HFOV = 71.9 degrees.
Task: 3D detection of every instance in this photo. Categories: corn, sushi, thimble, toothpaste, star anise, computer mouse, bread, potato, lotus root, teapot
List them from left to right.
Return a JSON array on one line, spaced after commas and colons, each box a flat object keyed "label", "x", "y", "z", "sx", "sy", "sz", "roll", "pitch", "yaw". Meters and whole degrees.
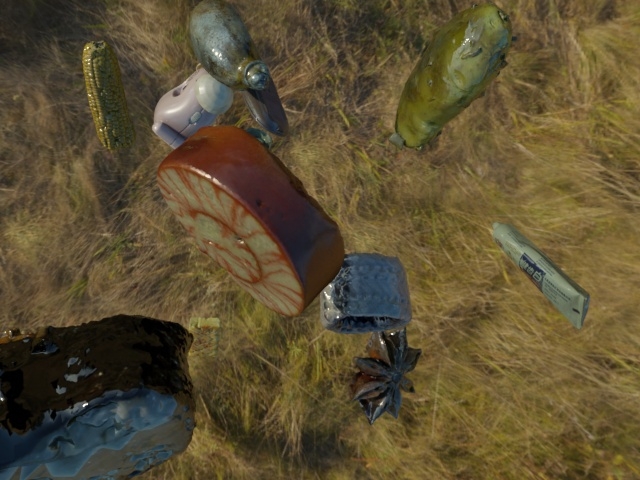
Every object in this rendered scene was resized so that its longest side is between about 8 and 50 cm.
[{"label": "sushi", "x": -0.319, "y": 0.188, "z": 0.501, "sx": 0.348, "sy": 0.208, "sz": 0.234, "roll": -16, "pitch": 136, "yaw": -12}, {"label": "corn", "x": -0.576, "y": -0.382, "z": 1.192, "sx": 0.101, "sy": 0.102, "sz": 0.313, "roll": -8, "pitch": 136, "yaw": -13}, {"label": "bread", "x": -0.488, "y": 0.411, "z": 1.862, "sx": 0.125, "sy": 0.068, "sz": 0.188, "roll": 4, "pitch": 123, "yaw": -12}, {"label": "lotus root", "x": -0.216, "y": -0.436, "z": 1.031, "sx": 0.140, "sy": 0.322, "sz": 0.158, "roll": -29, "pitch": 148, "yaw": 2}, {"label": "teapot", "x": -0.285, "y": -0.325, "z": 1.773, "sx": 0.203, "sy": 0.225, "sz": 0.171, "roll": -5, "pitch": 63, "yaw": -12}, {"label": "bread", "x": -0.111, "y": -0.026, "z": 0.711, "sx": 0.114, "sy": 0.295, "sz": 0.328, "roll": -47, "pitch": 108, "yaw": -26}, {"label": "computer mouse", "x": -0.151, "y": -0.370, "z": 1.170, "sx": 0.120, "sy": 0.057, "sz": 0.232, "roll": 5, "pitch": 59, "yaw": -53}, {"label": "thimble", "x": 0.101, "y": 0.128, "z": 1.055, "sx": 0.245, "sy": 0.217, "sz": 0.157, "roll": 22, "pitch": 56, "yaw": -50}, {"label": "star anise", "x": 0.206, "y": 0.430, "z": 1.431, "sx": 0.331, "sy": 0.117, "sz": 0.332, "roll": 1, "pitch": 88, "yaw": -38}, {"label": "potato", "x": 0.167, "y": -0.210, "z": 0.595, "sx": 0.090, "sy": 0.225, "sz": 0.117, "roll": 22, "pitch": 57, "yaw": -12}, {"label": "toothpaste", "x": 0.307, "y": 0.033, "z": 0.637, "sx": 0.038, "sy": 0.233, "sz": 0.060, "roll": -12, "pitch": 122, "yaw": -2}]

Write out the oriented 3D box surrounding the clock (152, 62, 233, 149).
[{"label": "clock", "x": -0.480, "y": -0.535, "z": 1.707, "sx": 0.325, "sy": 0.342, "sz": 0.184, "roll": -36, "pitch": 131, "yaw": 13}]
